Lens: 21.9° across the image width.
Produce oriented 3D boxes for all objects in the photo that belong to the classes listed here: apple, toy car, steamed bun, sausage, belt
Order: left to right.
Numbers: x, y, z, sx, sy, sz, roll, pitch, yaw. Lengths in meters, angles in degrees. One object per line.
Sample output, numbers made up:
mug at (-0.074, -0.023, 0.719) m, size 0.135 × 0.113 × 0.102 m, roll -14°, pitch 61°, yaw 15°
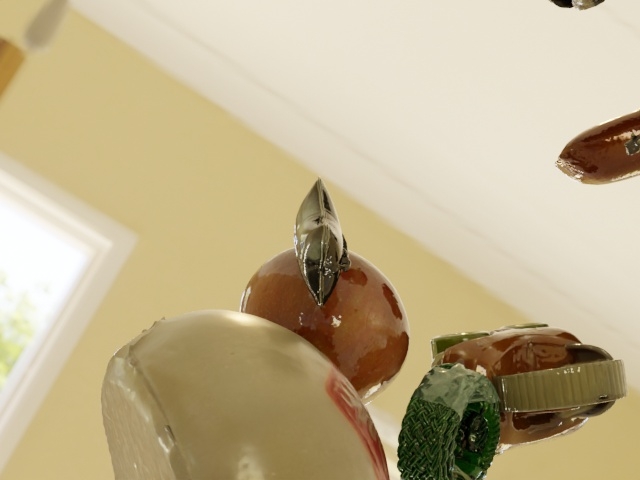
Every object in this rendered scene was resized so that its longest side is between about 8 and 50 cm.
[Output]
steamed bun at (-0.059, 0.242, 1.642) m, size 0.374 × 0.241 × 0.374 m, roll 164°, pitch -90°, yaw -70°
apple at (-0.001, 0.104, 1.847) m, size 0.201 × 0.162 × 0.201 m, roll 15°, pitch -52°, yaw 19°
belt at (0.148, 0.209, 1.777) m, size 0.079 × 0.151 × 0.121 m, roll 2°, pitch -28°, yaw 34°
toy car at (0.258, 0.168, 1.893) m, size 0.235 × 0.145 × 0.235 m, roll -7°, pitch -2°, yaw 0°
sausage at (0.431, -0.133, 2.019) m, size 0.089 × 0.300 × 0.083 m, roll 128°, pitch -58°, yaw -85°

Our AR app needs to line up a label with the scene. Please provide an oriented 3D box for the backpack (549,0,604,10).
backpack at (0.297, -0.487, 1.877) m, size 0.254 × 0.446 × 0.363 m, roll -8°, pitch 4°, yaw -3°

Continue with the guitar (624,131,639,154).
guitar at (0.364, -0.142, 1.452) m, size 0.025 × 0.233 × 0.088 m, roll 52°, pitch -7°, yaw 47°

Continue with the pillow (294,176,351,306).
pillow at (-0.002, 0.000, 1.732) m, size 0.136 × 0.055 × 0.091 m, roll -104°, pitch 170°, yaw -59°
